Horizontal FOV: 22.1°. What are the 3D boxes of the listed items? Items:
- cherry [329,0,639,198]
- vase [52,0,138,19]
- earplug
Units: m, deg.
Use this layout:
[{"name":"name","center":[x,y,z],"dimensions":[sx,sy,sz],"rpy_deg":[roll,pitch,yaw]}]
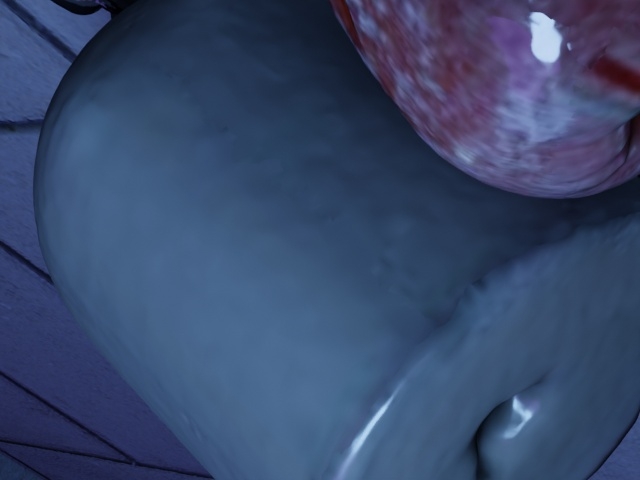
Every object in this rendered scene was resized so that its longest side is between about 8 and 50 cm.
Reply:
[{"name":"cherry","center":[0.122,-0.131,0.822],"dimensions":[0.285,0.213,0.236],"rpy_deg":[41,150,23]},{"name":"vase","center":[-0.157,-0.185,1.183],"dimensions":[0.211,0.060,0.060],"rpy_deg":[30,158,-17]},{"name":"earplug","center":[0.000,0.000,1.069],"dimensions":[0.394,0.312,0.312],"rpy_deg":[42,171,33]}]
